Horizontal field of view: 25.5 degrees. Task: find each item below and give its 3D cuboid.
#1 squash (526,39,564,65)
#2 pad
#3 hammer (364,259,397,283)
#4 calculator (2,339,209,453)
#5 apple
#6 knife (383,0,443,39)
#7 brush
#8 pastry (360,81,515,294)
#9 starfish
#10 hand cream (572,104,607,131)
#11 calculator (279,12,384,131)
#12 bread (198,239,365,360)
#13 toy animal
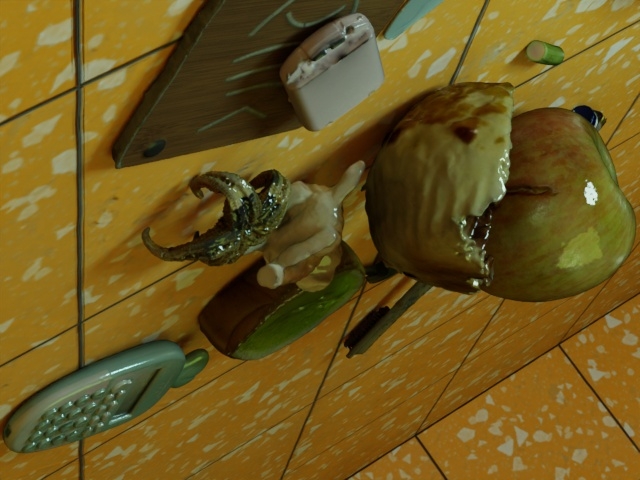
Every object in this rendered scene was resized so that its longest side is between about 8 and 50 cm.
[{"bbox_3d":[0.281,-0.230,1.746,0.027,0.027,0.083,-43,161,24],"label":"squash"},{"bbox_3d":[-0.035,-0.178,1.301,0.286,0.018,0.284,-19,156,-47],"label":"pad"},{"bbox_3d":[0.121,-0.017,2.002,0.111,0.033,0.288,-30,162,-21],"label":"hammer"},{"bbox_3d":[-0.270,0.195,1.804,0.295,0.042,0.184,-17,155,-40],"label":"calculator"},{"bbox_3d":[0.289,-0.040,1.905,0.264,0.264,0.264,-32,163,-11],"label":"apple"},{"bbox_3d":[0.165,-0.280,1.390,0.260,0.034,0.063,-35,159,9],"label":"knife"},{"bbox_3d":[0.119,0.111,2.331,0.043,0.036,0.248,-17,155,-51],"label":"brush"},{"bbox_3d":[0.132,-0.068,1.641,0.170,0.237,0.256,5,167,0],"label":"pastry"},{"bbox_3d":[-0.095,-0.022,1.514,0.146,0.074,0.190,-51,160,25],"label":"starfish"},{"bbox_3d":[0.403,-0.170,2.132,0.062,0.039,0.163,-54,164,3],"label":"hand cream"},{"bbox_3d":[0.013,-0.158,1.357,0.100,0.032,0.175,-36,164,-3],"label":"calculator"},{"bbox_3d":[-0.047,0.079,1.870,0.236,0.070,0.236,-32,164,-10],"label":"bread"},{"bbox_3d":[0.003,-0.014,1.668,0.184,0.104,0.185,-39,159,7],"label":"toy animal"}]
